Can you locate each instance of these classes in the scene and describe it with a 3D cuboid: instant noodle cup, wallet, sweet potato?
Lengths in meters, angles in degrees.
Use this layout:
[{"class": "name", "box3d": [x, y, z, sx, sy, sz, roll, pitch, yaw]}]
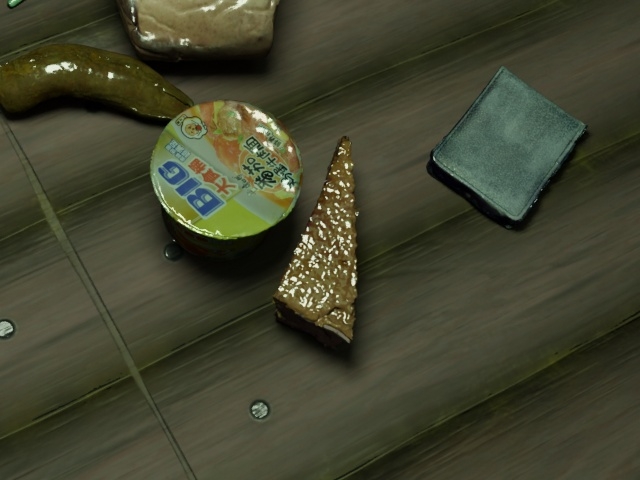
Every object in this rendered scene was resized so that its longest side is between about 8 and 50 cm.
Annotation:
[{"class": "instant noodle cup", "box3d": [-0.129, -0.067, 1.799, 0.205, 0.153, 0.205, 3, 67, -7]}, {"class": "wallet", "box3d": [0.273, -0.138, 1.965, 0.167, 0.036, 0.222, 35, 65, 5]}, {"class": "sweet potato", "box3d": [-0.314, -0.214, 1.870, 0.286, 0.085, 0.112, 10, 101, -18]}]

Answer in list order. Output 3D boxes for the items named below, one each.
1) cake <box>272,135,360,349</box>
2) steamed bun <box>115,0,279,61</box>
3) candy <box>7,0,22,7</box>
[{"class": "cake", "box3d": [0.000, 0.000, 1.814, 0.113, 0.116, 0.295, 11, 67, -7]}, {"class": "steamed bun", "box3d": [-0.180, -0.403, 1.899, 0.251, 0.199, 0.301, -3, 92, -6]}, {"class": "candy", "box3d": [-0.337, -0.435, 1.956, 0.305, 0.083, 0.091, -42, 39, -15]}]
